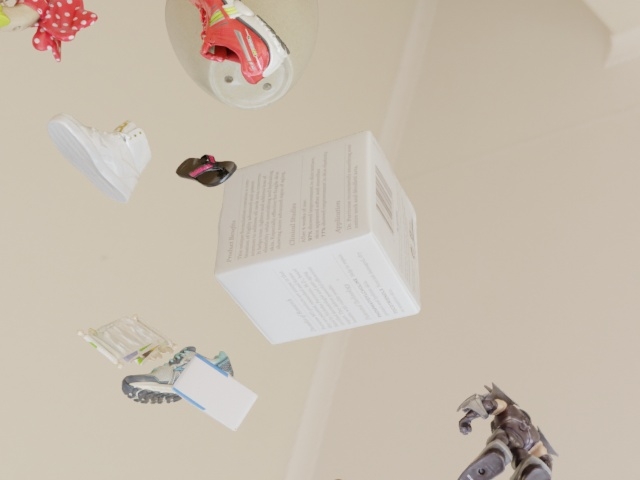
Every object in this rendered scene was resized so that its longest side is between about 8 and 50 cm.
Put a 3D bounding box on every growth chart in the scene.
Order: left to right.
[{"bbox_3d":[-0.476,0.253,2.322,0.172,0.237,0.021,39,-66,18],"label":"growth chart"}]

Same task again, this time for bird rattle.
[{"bbox_3d":[-0.483,-0.382,1.420,0.253,0.207,0.143,-23,178,-40],"label":"bird rattle"}]

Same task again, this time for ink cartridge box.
[{"bbox_3d":[-0.207,0.303,1.821,0.086,0.148,0.203,-57,179,-12],"label":"ink cartridge box"}]

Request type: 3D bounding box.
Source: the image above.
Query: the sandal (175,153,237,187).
[{"bbox_3d":[-0.240,-0.148,1.870,0.179,0.040,0.067,11,-125,44],"label":"sandal"}]

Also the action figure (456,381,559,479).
[{"bbox_3d":[0.290,0.321,1.433,0.099,0.185,0.285,-55,172,14],"label":"action figure"}]

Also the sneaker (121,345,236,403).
[{"bbox_3d":[-0.336,0.315,2.171,0.110,0.283,0.122,-35,-122,50],"label":"sneaker"}]

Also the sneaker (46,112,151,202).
[{"bbox_3d":[-0.518,-0.242,2.199,0.108,0.292,0.169,9,-120,33],"label":"sneaker"}]

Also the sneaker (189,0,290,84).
[{"bbox_3d":[-0.181,-0.382,1.636,0.118,0.107,0.279,-46,-113,1],"label":"sneaker"}]

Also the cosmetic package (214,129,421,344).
[{"bbox_3d":[0.000,0.000,2.208,0.393,0.327,0.329,-14,-131,20],"label":"cosmetic package"}]

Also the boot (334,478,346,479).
[{"bbox_3d":[0.147,0.568,1.776,0.203,0.262,0.095,-8,-148,48],"label":"boot"}]

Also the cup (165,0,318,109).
[{"bbox_3d":[-0.154,-0.406,1.905,0.331,0.331,0.237,-40,-144,25],"label":"cup"}]
